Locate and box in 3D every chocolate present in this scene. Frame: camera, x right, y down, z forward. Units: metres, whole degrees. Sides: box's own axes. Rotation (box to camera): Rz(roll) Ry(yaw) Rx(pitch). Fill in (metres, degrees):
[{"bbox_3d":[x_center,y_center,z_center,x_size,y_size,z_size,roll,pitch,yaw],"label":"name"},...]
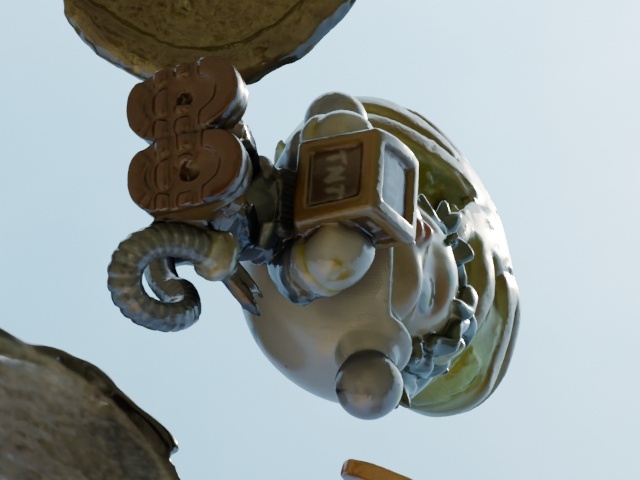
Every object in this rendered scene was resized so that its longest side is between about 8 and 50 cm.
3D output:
[{"bbox_3d":[-0.275,0.233,1.509,0.303,0.213,0.303,30,-153,-17],"label":"chocolate"}]

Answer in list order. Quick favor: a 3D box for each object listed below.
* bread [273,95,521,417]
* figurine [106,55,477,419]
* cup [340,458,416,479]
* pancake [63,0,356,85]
[{"bbox_3d":[0.090,0.008,1.766,0.160,0.333,0.333,-29,-138,15],"label":"bread"},{"bbox_3d":[0.002,-0.004,1.374,0.186,0.382,0.261,-1,-114,25],"label":"figurine"},{"bbox_3d":[0.039,0.227,0.924,0.264,0.182,0.226,37,-112,-6],"label":"cup"},{"bbox_3d":[-0.086,-0.255,1.418,0.286,0.033,0.288,40,-100,14],"label":"pancake"}]
